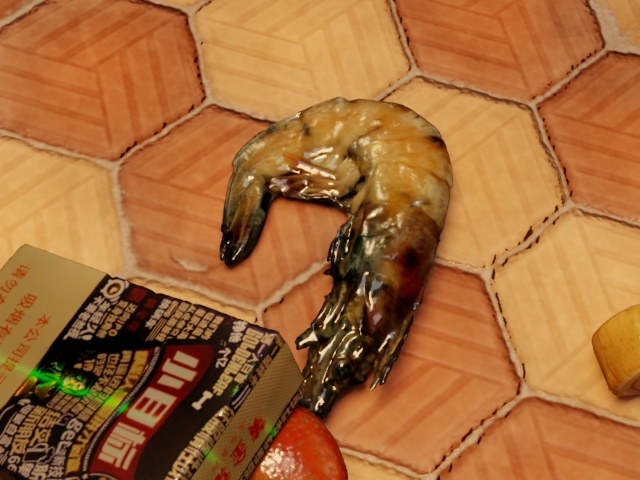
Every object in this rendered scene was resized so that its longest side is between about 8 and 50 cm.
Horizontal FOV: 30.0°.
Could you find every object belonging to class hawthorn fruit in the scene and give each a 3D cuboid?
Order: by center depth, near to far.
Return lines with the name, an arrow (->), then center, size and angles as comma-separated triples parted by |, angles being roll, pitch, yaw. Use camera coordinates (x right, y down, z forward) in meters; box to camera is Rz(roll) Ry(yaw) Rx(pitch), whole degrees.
hawthorn fruit -> -0.033, 0.203, 1.017 | 0.128, 0.128, 0.128 | 1, 60, -2

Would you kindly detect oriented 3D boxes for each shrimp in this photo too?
shrimp -> 0.000, 0.000, 1.173 | 0.233, 0.071, 0.365 | 12, 60, 15

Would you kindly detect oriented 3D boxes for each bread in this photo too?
bread -> 0.328, 0.097, 1.094 | 0.149, 0.122, 0.073 | -11, 64, -8

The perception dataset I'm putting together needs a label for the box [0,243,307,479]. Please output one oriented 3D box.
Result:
box -> -0.192, 0.132, 1.007 | 0.310, 0.084, 0.198 | 16, 57, 33
